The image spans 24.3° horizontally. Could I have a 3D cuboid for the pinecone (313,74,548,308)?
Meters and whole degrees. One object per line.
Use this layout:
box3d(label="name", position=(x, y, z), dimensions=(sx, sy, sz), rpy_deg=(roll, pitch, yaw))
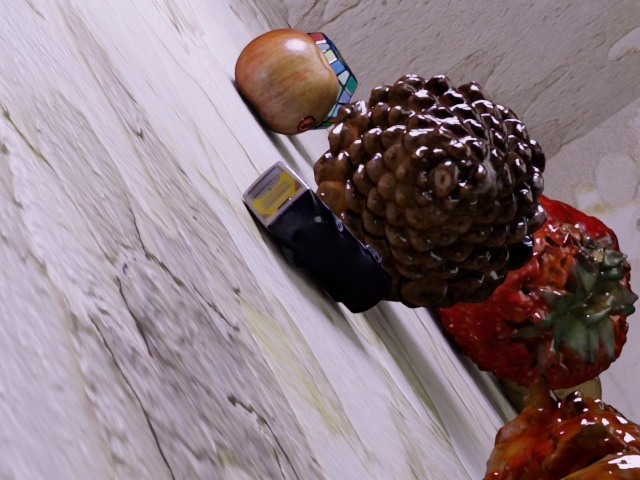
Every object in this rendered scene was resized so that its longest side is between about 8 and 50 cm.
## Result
box3d(label="pinecone", position=(0.104, -0.036, 1.539), dimensions=(0.246, 0.246, 0.292), rpy_deg=(56, -13, 11))

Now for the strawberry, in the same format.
box3d(label="strawberry", position=(0.258, 0.048, 2.095), dimensions=(0.312, 0.267, 0.351), rpy_deg=(45, -14, -30))

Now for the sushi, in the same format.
box3d(label="sushi", position=(0.219, 0.241, 1.158), dimensions=(0.182, 0.196, 0.343), rpy_deg=(35, 4, -6))

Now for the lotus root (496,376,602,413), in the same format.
box3d(label="lotus root", position=(0.365, 0.219, 2.384), dimensions=(0.284, 0.146, 0.160), rpy_deg=(38, 37, -47))

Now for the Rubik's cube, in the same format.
box3d(label="Rubik's cube", position=(-0.018, -0.197, 1.856), dimensions=(0.112, 0.133, 0.133), rpy_deg=(93, -28, -52))

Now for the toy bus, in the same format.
box3d(label="toy bus", position=(0.000, 0.000, 1.253), dimensions=(0.072, 0.057, 0.172), rpy_deg=(49, 2, 36))

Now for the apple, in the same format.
box3d(label="apple", position=(-0.037, -0.182, 1.684), dimensions=(0.126, 0.102, 0.126), rpy_deg=(54, 6, -8))
